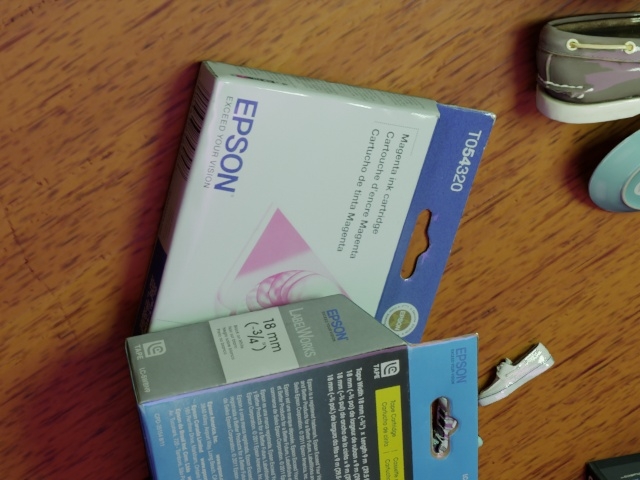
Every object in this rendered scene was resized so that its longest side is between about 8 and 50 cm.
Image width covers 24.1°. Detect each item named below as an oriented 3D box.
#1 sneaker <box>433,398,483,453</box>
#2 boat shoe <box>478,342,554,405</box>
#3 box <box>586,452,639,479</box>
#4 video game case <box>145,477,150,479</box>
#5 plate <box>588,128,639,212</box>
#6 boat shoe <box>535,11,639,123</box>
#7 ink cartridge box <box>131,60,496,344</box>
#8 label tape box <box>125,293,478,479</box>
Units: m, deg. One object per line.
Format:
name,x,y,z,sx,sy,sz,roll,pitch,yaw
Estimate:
sneaker,0.138,0.217,1.702,0.069,0.038,0.098,-33,120,-2
boat shoe,0.216,0.150,1.703,0.100,0.035,0.035,-33,94,3
box,0.502,0.340,1.739,0.295,0.293,0.073,-6,116,-15
video game case,-0.136,0.361,1.682,0.275,0.035,0.248,-37,121,2
plate,0.377,-0.078,1.594,0.188,0.024,0.188,-15,151,-9
boat shoe,0.376,-0.202,1.537,0.324,0.116,0.097,-11,121,-7
ink cartridge box,0.000,0.000,1.533,0.330,0.071,0.324,8,112,-21
label tape box,-0.014,0.185,1.524,0.333,0.106,0.241,-11,128,-9
